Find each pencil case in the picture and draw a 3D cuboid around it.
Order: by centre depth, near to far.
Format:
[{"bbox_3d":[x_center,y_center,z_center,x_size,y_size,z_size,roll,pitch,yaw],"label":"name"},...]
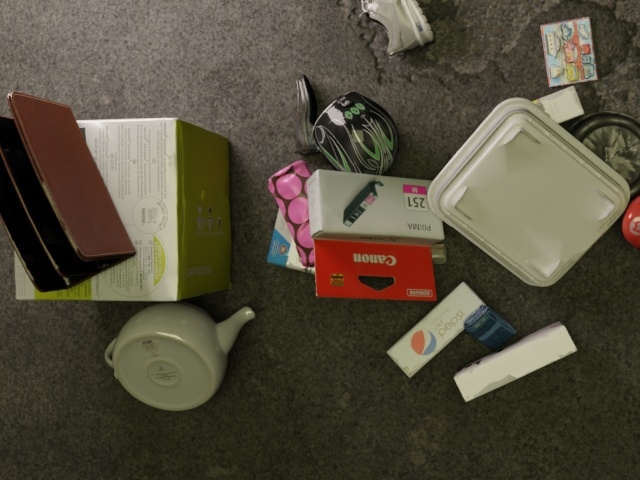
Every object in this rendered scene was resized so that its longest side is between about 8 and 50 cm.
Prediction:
[{"bbox_3d":[-0.032,-0.049,1.675,0.098,0.095,0.209,-25,81,7],"label":"pencil case"}]

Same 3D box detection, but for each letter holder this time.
[{"bbox_3d":[-0.476,-0.076,1.427,0.152,0.214,0.302,-26,87,10],"label":"letter holder"}]

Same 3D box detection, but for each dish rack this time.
[{"bbox_3d":[0.407,-0.078,1.626,0.332,0.072,0.286,36,107,-10],"label":"dish rack"}]

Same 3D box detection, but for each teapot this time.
[{"bbox_3d":[-0.307,0.220,1.770,0.255,0.187,0.253,25,123,-8],"label":"teapot"}]

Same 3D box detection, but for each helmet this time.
[{"bbox_3d":[0.080,-0.201,1.695,0.169,0.169,0.161,-43,78,8],"label":"helmet"}]

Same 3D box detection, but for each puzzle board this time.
[{"bbox_3d":[0.501,-0.379,1.694,0.096,0.011,0.128,-8,89,10],"label":"puzzle board"}]

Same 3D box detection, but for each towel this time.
[{"bbox_3d":[0.339,0.177,1.687,0.067,0.119,0.029,-45,42,10],"label":"towel"}]

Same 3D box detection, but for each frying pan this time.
[{"bbox_3d":[0.511,-0.181,1.678,0.326,0.053,0.197,19,90,6],"label":"frying pan"}]

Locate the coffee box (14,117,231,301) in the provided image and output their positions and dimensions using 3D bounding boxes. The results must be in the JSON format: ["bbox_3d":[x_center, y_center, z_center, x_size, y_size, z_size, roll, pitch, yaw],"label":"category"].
[{"bbox_3d":[-0.381,-0.055,1.691,0.334,0.337,0.339,0,91,10],"label":"coffee box"}]

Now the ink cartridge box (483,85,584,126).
[{"bbox_3d":[0.418,-0.239,1.664,0.181,0.104,0.062,-20,88,11],"label":"ink cartridge box"}]

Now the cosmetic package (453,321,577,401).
[{"bbox_3d":[0.386,0.240,1.684,0.239,0.099,0.061,-27,87,9],"label":"cosmetic package"}]

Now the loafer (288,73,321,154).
[{"bbox_3d":[-0.038,-0.263,1.768,0.061,0.062,0.170,-8,89,15],"label":"loafer"}]

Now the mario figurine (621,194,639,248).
[{"bbox_3d":[0.732,-0.017,1.577,0.320,0.170,0.198,5,58,2],"label":"mario figurine"}]

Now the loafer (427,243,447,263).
[{"bbox_3d":[0.200,0.025,1.745,0.125,0.045,0.039,2,58,7],"label":"loafer"}]

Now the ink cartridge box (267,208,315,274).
[{"bbox_3d":[0.000,0.000,1.755,0.190,0.082,0.140,14,92,8],"label":"ink cartridge box"}]

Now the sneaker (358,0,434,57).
[{"bbox_3d":[0.117,-0.504,1.711,0.115,0.105,0.281,-31,86,9],"label":"sneaker"}]

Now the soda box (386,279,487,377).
[{"bbox_3d":[0.238,0.180,1.724,0.216,0.069,0.074,-44,83,7],"label":"soda box"}]

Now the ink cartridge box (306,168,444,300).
[{"bbox_3d":[0.114,-0.008,1.644,0.275,0.060,0.239,4,70,-24],"label":"ink cartridge box"}]
